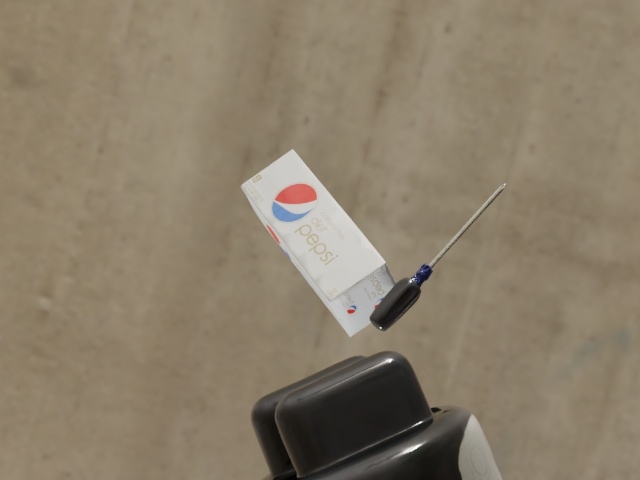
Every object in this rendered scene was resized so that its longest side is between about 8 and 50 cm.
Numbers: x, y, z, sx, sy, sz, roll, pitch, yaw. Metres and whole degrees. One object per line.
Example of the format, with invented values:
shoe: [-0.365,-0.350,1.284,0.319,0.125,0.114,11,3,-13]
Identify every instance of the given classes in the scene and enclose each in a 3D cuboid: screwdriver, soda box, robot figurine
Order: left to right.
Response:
soda box: [0.000,0.000,1.886,0.074,0.216,0.069,-34,-43,-4]
robot figurine: [0.051,0.217,1.175,0.278,0.173,0.209,68,-160,-1]
screwdriver: [0.102,0.011,1.538,0.170,0.024,0.025,-51,-47,-3]
